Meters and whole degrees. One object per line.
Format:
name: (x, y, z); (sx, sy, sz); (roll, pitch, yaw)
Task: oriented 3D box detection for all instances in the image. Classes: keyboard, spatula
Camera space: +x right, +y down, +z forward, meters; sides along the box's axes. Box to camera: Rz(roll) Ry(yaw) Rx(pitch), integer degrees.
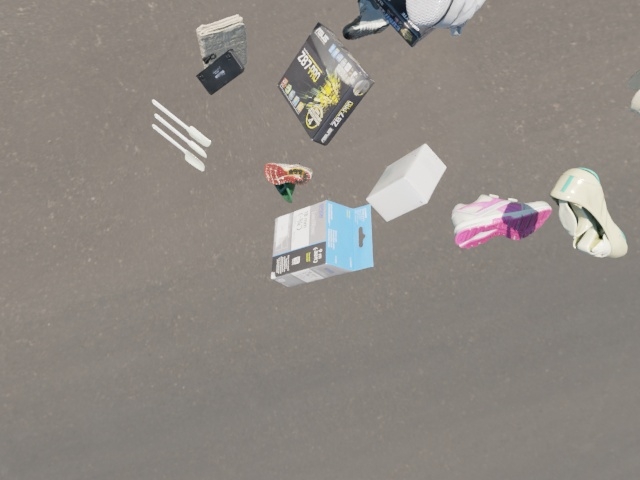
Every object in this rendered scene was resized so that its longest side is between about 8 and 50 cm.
keyboard: (-0.338, -0.567, 1.451); (0.180, 0.023, 0.108); (-19, 118, 35)
spatula: (-0.478, -0.353, 1.488); (0.242, 0.019, 0.168); (38, 147, 0)

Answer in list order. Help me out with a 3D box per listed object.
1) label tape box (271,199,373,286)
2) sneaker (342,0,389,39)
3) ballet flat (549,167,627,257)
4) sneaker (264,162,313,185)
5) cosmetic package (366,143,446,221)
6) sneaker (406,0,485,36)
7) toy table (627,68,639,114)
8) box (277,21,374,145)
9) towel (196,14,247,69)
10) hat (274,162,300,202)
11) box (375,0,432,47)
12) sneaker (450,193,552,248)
label tape box: (0.000, 0.000, 1.465); (0.333, 0.241, 0.106); (-17, 147, 29)
sneaker: (0.149, -0.837, 1.643); (0.228, 0.086, 0.132); (-28, 98, -35)
ballet flat: (0.486, -0.025, 0.805); (0.086, 0.086, 0.248); (-40, 119, 9)
sneaker: (-0.134, -0.278, 1.838); (0.225, 0.092, 0.088); (14, 115, 21)
cosmetic package: (0.331, -0.221, 1.707); (0.138, 0.225, 0.224); (43, 145, -14)
sneaker: (0.337, -0.723, 1.132); (0.210, 0.137, 0.366); (-4, 106, -44)
toy table: (0.634, -0.296, 0.713); (0.274, 0.252, 0.161); (-2, 124, -3)
box: (0.007, -0.626, 1.761); (0.097, 0.395, 0.318); (11, 131, -45)
towel: (-0.381, -0.759, 1.727); (0.187, 0.282, 0.049); (-25, 80, -14)
hat: (-0.118, -0.300, 2.022); (0.183, 0.208, 0.173); (-33, 154, -15)
box: (0.373, -0.972, 1.769); (0.293, 0.073, 0.295); (-42, 89, -20)
sneaker: (0.428, -0.066, 1.057); (0.252, 0.111, 0.103); (-8, 143, -9)
